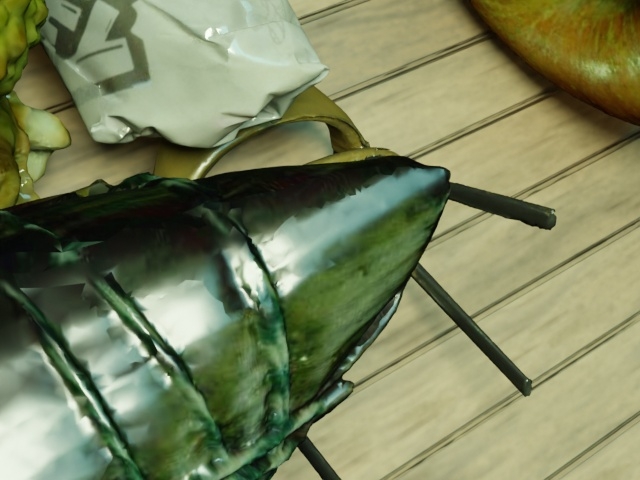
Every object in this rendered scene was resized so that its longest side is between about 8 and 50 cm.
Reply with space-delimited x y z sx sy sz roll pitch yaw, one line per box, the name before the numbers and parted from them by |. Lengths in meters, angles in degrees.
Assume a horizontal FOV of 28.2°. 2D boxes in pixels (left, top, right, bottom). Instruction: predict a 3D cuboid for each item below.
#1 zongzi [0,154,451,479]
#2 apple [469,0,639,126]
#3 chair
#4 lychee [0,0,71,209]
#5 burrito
zongzi | -0.136 0.155 0.534 0.383 0.319 0.362 -15 75 -34
apple | 0.282 -0.265 0.903 0.374 0.384 0.374 -22 123 -37
chair | 0.000 0.000 0.788 0.159 0.172 0.247 -22 40 -33
lychee | -0.256 -0.121 0.611 0.320 0.270 0.270 30 59 -10
burrito | -0.161 -0.228 0.776 0.445 0.139 0.101 55 14 19
